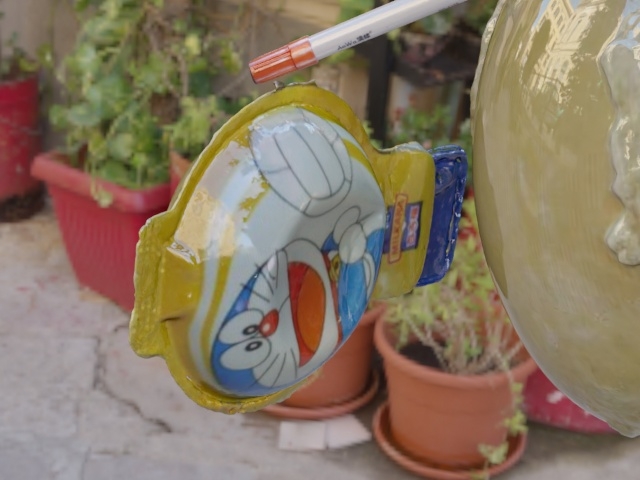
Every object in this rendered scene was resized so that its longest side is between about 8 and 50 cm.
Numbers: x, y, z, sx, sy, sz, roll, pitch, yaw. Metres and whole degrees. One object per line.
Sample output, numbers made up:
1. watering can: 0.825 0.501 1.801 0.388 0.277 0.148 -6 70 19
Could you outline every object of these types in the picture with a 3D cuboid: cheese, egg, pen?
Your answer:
1. cheese: 0.000 0.000 0.624 0.069 0.177 0.270 18 20 34
2. egg: 0.127 -0.034 0.386 0.164 0.201 0.164 10 4 -1
3. pen: 0.044 -0.201 1.100 0.239 0.028 0.028 -21 20 10
